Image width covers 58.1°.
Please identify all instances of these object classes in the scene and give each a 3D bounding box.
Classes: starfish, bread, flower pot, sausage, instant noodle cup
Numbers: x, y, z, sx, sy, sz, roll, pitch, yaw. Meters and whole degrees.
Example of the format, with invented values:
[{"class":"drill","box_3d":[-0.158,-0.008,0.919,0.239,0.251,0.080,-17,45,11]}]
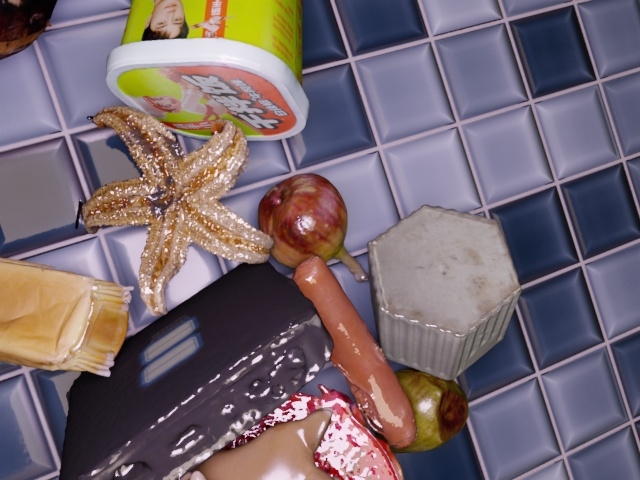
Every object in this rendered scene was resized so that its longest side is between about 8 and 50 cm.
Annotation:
[{"class":"starfish","box_3d":[-0.227,-0.048,0.849,0.303,0.113,0.312,-5,88,5]},{"class":"bread","box_3d":[-0.385,0.106,0.802,0.241,0.107,0.136,6,74,20]},{"class":"flower pot","box_3d":[0.186,0.083,0.917,0.239,0.190,0.209,-35,60,-13]},{"class":"sausage","box_3d":[0.052,0.171,0.877,0.079,0.087,0.327,-30,97,9]},{"class":"instant noodle cup","box_3d":[-0.143,-0.339,0.855,0.294,0.294,0.308,8,78,-14]}]

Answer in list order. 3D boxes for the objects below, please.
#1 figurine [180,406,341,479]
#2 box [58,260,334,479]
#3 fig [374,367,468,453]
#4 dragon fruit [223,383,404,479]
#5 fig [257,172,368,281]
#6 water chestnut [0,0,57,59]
[{"class":"figurine","box_3d":[-0.081,0.325,0.653,0.247,0.173,0.177,-12,101,-5]},{"class":"box","box_3d":[-0.177,0.168,0.775,0.359,0.350,0.091,-33,109,-12]},{"class":"fig","box_3d":[0.162,0.289,0.977,0.165,0.154,0.144,-40,115,17]},{"class":"dragon fruit","box_3d":[-0.060,0.403,0.852,0.371,0.249,0.386,29,76,4]},{"class":"fig","box_3d":[-0.015,0.004,0.946,0.143,0.160,0.231,-31,126,-18]},{"class":"water chestnut","box_3d":[-0.507,-0.377,0.783,0.300,0.300,0.300,1,87,-14]}]
